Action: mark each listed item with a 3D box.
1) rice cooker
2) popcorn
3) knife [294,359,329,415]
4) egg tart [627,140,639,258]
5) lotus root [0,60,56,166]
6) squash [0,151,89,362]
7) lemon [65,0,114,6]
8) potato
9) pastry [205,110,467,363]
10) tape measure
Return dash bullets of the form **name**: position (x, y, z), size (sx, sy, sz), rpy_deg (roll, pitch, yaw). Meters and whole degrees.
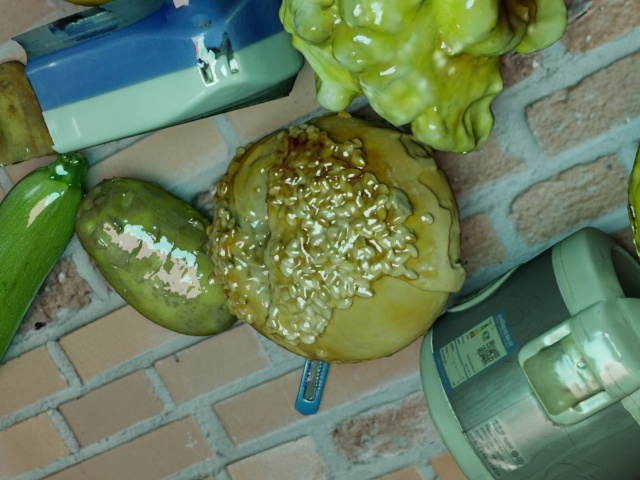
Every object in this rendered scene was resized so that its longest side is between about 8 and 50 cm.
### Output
- **rice cooker**: position (0.275, 0.146, 1.286), size (0.277, 0.288, 0.288), rpy_deg (-35, 96, 24)
- **popcorn**: position (0.075, -0.267, 1.205), size (0.274, 0.335, 0.279), rpy_deg (-39, 54, -12)
- **knife**: position (0.014, 0.091, 1.473), size (0.044, 0.026, 0.297), rpy_deg (12, 110, -2)
- **egg tart**: position (0.434, -0.040, 1.184), size (0.169, 0.388, 0.388), rpy_deg (-6, 109, 52)
- **lotus root**: position (-0.409, -0.142, 1.478), size (0.159, 0.095, 0.135), rpy_deg (-21, 98, 14)
- **squash**: position (-0.405, 0.039, 1.526), size (0.107, 0.107, 0.395), rpy_deg (35, 114, 2)
- **lemon**: position (-0.222, -0.382, 1.254), size (0.293, 0.293, 0.293), rpy_deg (4, 108, 14)
- **potato**: position (-0.192, 0.022, 1.463), size (0.251, 0.113, 0.149), rpy_deg (36, 104, -10)
- **pastry**: position (0.000, 0.000, 1.311), size (0.315, 0.184, 0.284), rpy_deg (2, 97, 40)
- **tape measure**: position (-0.154, -0.197, 1.298), size (0.259, 0.262, 0.138), rpy_deg (-9, 99, 31)
